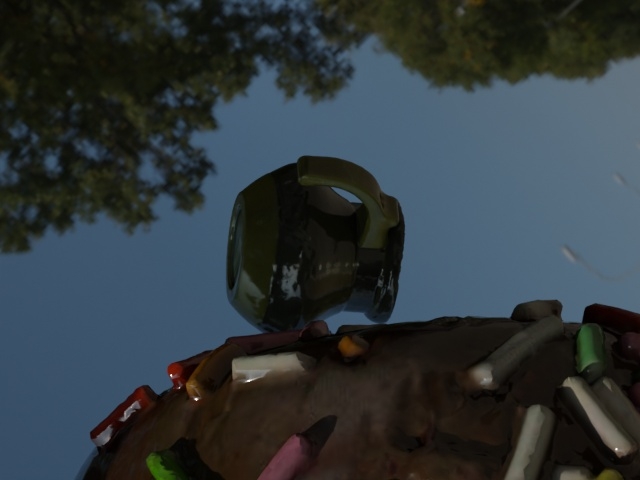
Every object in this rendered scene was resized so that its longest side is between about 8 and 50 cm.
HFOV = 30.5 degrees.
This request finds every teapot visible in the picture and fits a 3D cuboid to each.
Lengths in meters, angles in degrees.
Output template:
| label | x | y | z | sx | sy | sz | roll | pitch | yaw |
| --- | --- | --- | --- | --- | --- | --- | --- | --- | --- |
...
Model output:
| label | x | y | z | sx | sy | sz | roll | pitch | yaw |
| --- | --- | --- | --- | --- | --- | --- | --- | --- | --- |
| teapot | 0.000 | 0.000 | 0.835 | 0.119 | 0.166 | 0.130 | 4 | -125 | -13 |

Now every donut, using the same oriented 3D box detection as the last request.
| label | x | y | z | sx | sy | sz | roll | pitch | yaw |
| --- | --- | --- | --- | --- | --- | --- | --- | --- | --- |
| donut | 0.050 | 0.118 | 0.470 | 0.259 | 0.345 | 0.136 | 100 | 166 | -58 |
